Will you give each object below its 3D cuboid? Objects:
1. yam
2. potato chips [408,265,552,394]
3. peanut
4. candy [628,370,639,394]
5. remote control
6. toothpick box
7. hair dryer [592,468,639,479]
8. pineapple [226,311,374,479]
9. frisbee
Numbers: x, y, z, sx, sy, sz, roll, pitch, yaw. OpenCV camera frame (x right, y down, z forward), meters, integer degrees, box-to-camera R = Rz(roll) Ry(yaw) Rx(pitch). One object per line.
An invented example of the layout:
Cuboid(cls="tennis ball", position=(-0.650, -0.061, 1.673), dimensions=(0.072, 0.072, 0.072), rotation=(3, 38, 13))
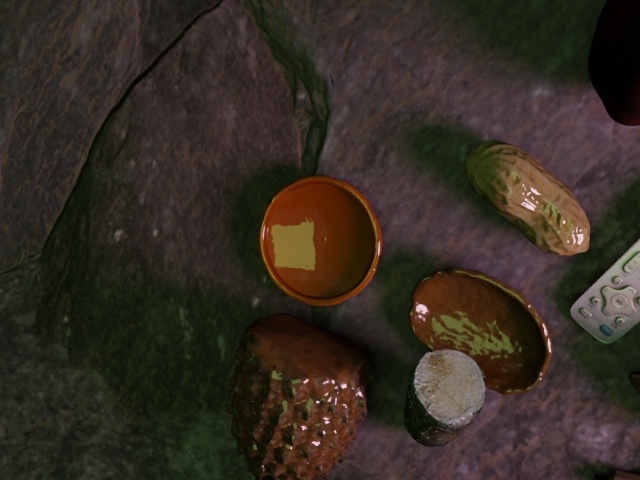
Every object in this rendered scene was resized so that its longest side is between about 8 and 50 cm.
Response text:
Cuboid(cls="yam", position=(0.159, 0.211, 0.931), dimensions=(0.107, 0.183, 0.107), rotation=(0, 63, -1))
Cuboid(cls="potato chips", position=(0.216, 0.116, 0.961), dimensions=(0.201, 0.049, 0.150), rotation=(23, 107, 15))
Cuboid(cls="peanut", position=(0.268, -0.055, 0.908), dimensions=(0.194, 0.093, 0.083), rotation=(43, 93, 15))
Cuboid(cls="candy", position=(0.519, 0.138, 0.829), dimensions=(0.271, 0.101, 0.143), rotation=(-40, 74, 12))
Cuboid(cls="remote control", position=(0.414, 0.032, 0.888), dimensions=(0.073, 0.044, 0.229), rotation=(40, 114, 7))
Cuboid(cls="toothpick box", position=(0.454, -0.200, 0.784), dimensions=(0.294, 0.192, 0.192), rotation=(17, 100, 13))
Cuboid(cls="hair dryer", position=(0.439, 0.316, 0.891), dimensions=(0.181, 0.064, 0.117), rotation=(6, 95, 25))
Cuboid(cls="pineapple", position=(-0.048, 0.289, 1.002), dimensions=(0.202, 0.202, 0.362), rotation=(18, 107, 18))
Cuboid(cls="frisbee", position=(0.000, 0.000, 1.039), dimensions=(0.192, 0.035, 0.192), rotation=(2, 95, 21))
